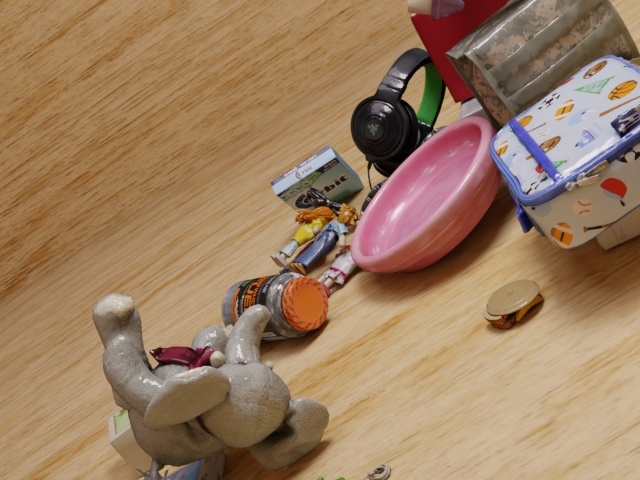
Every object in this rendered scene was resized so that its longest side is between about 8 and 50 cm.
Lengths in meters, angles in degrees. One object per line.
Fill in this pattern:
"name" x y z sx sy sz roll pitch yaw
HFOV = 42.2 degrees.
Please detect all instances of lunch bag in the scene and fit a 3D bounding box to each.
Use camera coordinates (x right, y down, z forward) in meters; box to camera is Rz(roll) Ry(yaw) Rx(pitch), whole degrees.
"lunch bag" 0.383 -0.258 1.340 0.235 0.287 0.169 -38 14 3
"lunch bag" 0.346 -0.120 1.092 0.243 0.115 0.303 -34 18 14

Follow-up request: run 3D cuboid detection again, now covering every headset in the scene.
"headset" 0.126 -0.220 1.738 0.185 0.243 0.394 25 85 26

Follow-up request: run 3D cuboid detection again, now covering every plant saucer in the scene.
"plant saucer" 0.191 -0.066 1.429 0.332 0.084 0.332 -45 16 17

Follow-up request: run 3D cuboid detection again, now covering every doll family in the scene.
"doll family" 0.000 0.000 1.614 0.163 0.118 0.263 -44 23 -15

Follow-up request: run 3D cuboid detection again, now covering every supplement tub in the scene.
"supplement tub" -0.081 0.119 1.476 0.190 0.117 0.117 -13 29 48

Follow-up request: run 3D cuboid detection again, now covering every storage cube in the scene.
"storage cube" 0.309 -0.410 1.581 0.214 0.193 0.184 -19 24 32

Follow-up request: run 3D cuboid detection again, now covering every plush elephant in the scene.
"plush elephant" -0.146 0.203 1.146 0.255 0.271 0.330 -27 50 30

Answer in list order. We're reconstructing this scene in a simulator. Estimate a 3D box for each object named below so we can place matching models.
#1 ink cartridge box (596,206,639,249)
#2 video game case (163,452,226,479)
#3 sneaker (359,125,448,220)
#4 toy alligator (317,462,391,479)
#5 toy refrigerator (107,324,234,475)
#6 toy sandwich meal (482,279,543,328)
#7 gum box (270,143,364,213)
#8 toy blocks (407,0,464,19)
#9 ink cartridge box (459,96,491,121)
"ink cartridge box" 0.449 -0.086 1.128 0.190 0.082 0.140 -27 21 21
"video game case" -0.237 0.409 1.195 0.212 0.023 0.193 -31 19 13
"sneaker" 0.186 -0.105 1.637 0.267 0.101 0.106 -44 -12 -2
"toy alligator" -0.005 0.311 0.994 0.189 0.051 0.056 -36 19 -1
"toy refrigerator" -0.230 0.266 1.415 0.269 0.094 0.102 -38 19 -5
"toy sandwich meal" 0.261 0.086 1.122 0.085 0.029 0.085 -28 17 9
"gum box" -0.004 -0.125 1.863 0.156 0.184 0.041 -31 63 11
"toy blocks" 0.293 -0.515 1.341 0.259 0.309 0.289 10 56 15
"ink cartridge box" 0.394 -0.287 1.632 0.211 0.122 0.289 -25 21 23
